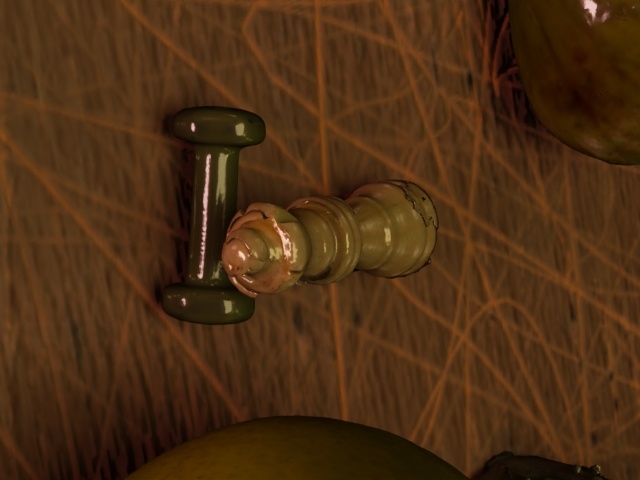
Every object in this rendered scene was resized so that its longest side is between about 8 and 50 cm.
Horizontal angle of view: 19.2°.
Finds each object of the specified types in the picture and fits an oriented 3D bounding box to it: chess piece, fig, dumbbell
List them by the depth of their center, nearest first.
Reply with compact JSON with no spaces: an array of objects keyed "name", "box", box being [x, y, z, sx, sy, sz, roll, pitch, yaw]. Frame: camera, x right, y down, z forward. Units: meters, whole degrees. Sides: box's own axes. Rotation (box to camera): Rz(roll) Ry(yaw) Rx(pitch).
[{"name":"chess piece","box":[0.001,0.000,1.021,0.172,0.060,0.060,-10,101,-58]},{"name":"dumbbell","box":[-0.058,-0.014,1.021,0.052,0.046,0.118,4,94,-6]},{"name":"fig","box":[0.182,-0.136,1.131,0.154,0.144,0.165,-33,108,12]}]

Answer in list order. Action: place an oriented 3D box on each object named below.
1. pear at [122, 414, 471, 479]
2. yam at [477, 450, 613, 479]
[{"name":"pear","box":[-0.020,0.222,0.939,0.294,0.294,0.294,-4,97,-35]},{"name":"yam","box":[0.207,0.235,1.094,0.168,0.304,0.168,-14,111,-40]}]
